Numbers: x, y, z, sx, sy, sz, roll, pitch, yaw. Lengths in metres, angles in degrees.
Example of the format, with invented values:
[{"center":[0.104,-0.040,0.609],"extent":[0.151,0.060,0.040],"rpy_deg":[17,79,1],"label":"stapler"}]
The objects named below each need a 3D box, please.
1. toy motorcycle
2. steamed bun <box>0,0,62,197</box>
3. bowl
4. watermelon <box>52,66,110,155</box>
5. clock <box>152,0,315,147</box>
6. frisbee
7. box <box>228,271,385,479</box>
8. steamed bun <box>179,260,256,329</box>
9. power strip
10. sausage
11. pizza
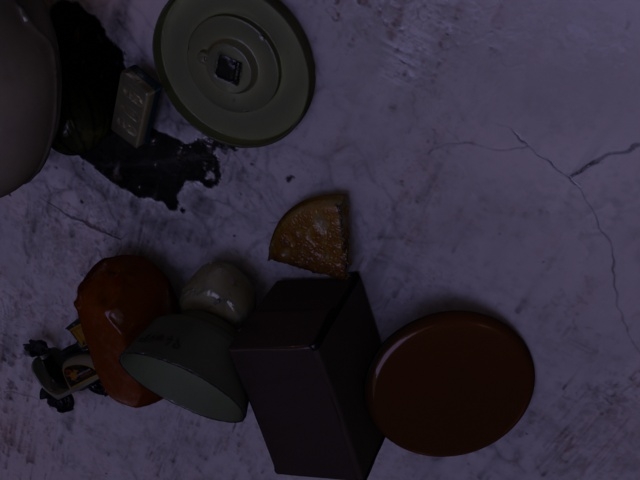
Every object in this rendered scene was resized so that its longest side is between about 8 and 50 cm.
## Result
[{"center":[-0.453,0.226,1.577],"extent":[0.263,0.091,0.157],"rpy_deg":[-28,98,34],"label":"toy motorcycle"},{"center":[-0.530,-0.226,1.159],"extent":[0.374,0.241,0.374],"rpy_deg":[17,116,39],"label":"steamed bun"},{"center":[-0.186,0.181,1.301],"extent":[0.211,0.112,0.211],"rpy_deg":[20,150,12],"label":"bowl"},{"center":[-0.364,-0.191,1.252],"extent":[0.105,0.105,0.133],"rpy_deg":[-4,103,27],"label":"watermelon"},{"center":[-0.119,-0.233,1.151],"extent":[0.235,0.029,0.235],"rpy_deg":[13,125,18],"label":"clock"},{"center":[0.187,0.213,1.237],"extent":[0.251,0.021,0.250],"rpy_deg":[-2,115,-4],"label":"frisbee"},{"center":[-0.005,0.204,1.283],"extent":[0.153,0.188,0.252],"rpy_deg":[-3,121,27],"label":"box"},{"center":[-0.152,0.087,1.335],"extent":[0.112,0.091,0.130],"rpy_deg":[41,145,-12],"label":"steamed bun"},{"center":[-0.267,-0.189,1.233],"extent":[0.056,0.032,0.123],"rpy_deg":[40,140,10],"label":"power strip"},{"center":[-0.308,0.153,1.417],"extent":[0.153,0.141,0.268],"rpy_deg":[9,124,30],"label":"sausage"},{"center":[0.000,0.000,1.239],"extent":[0.131,0.041,0.178],"rpy_deg":[39,129,1],"label":"pizza"}]
